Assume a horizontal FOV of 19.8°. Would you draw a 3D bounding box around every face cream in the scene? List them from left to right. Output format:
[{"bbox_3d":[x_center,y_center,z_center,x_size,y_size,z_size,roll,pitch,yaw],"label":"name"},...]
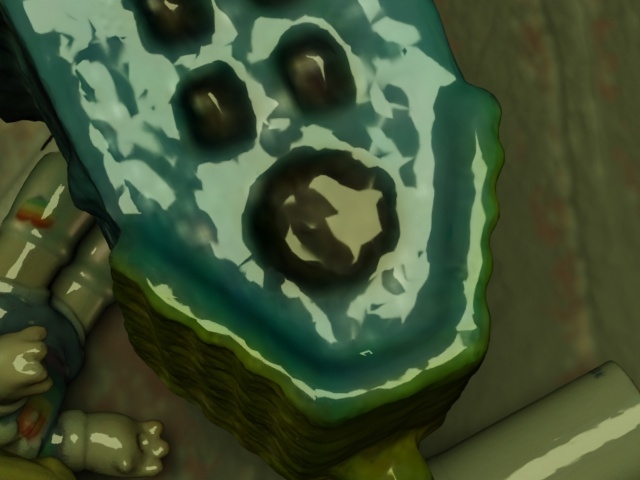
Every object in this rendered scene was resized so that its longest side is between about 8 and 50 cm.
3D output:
[{"bbox_3d":[0.077,0.160,1.050,0.250,0.077,0.077,-28,77,-3],"label":"face cream"}]

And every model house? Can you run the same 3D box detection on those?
[{"bbox_3d":[-0.016,-0.014,0.923,0.215,0.237,0.303,-26,78,-9],"label":"model house"}]

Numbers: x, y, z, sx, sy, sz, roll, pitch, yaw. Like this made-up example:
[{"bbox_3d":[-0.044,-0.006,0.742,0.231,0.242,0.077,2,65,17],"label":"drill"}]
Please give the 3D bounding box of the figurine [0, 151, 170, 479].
[{"bbox_3d":[-0.203,0.140,1.056,0.205,0.224,0.382,10,52,28],"label":"figurine"}]
